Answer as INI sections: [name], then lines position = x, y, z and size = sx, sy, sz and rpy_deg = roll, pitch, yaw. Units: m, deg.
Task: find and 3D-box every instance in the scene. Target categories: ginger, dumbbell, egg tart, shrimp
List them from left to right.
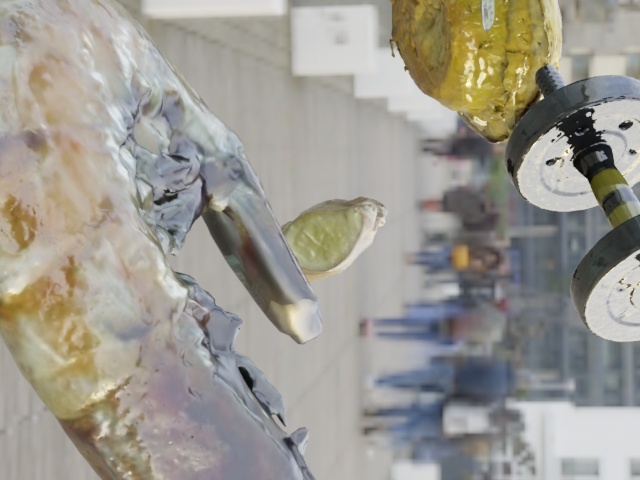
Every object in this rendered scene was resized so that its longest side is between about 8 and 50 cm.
[shrimp]
position = -0.043, 0.041, 0.691
size = 0.365, 0.071, 0.233
rpy_deg = 57, 27, -17
[ginger]
position = 0.004, -0.002, 1.548
size = 0.213, 0.137, 0.074
rpy_deg = 79, -10, -89
[egg tart]
position = 0.158, -0.243, 1.706
size = 0.295, 0.116, 0.295
rpy_deg = 169, -90, -67
[dumbbell]
position = 0.246, -0.027, 1.258
size = 0.143, 0.143, 0.325
rpy_deg = 80, -8, -52

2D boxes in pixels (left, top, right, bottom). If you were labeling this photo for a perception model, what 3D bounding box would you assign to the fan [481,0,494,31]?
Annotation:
[fan]
position = 0.160, -0.237, 1.488
size = 0.060, 0.003, 0.080
rpy_deg = -73, 156, -43
